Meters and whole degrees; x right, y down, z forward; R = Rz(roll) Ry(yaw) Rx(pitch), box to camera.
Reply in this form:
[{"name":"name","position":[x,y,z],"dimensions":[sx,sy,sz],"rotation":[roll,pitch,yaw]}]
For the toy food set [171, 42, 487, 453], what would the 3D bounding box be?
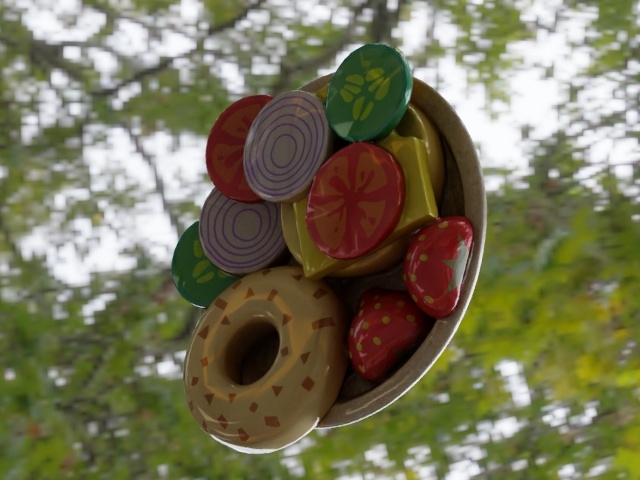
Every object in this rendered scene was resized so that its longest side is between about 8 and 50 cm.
[{"name":"toy food set","position":[0.000,0.000,0.421],"dimensions":[0.083,0.020,0.082],"rotation":[-29,-122,33]}]
